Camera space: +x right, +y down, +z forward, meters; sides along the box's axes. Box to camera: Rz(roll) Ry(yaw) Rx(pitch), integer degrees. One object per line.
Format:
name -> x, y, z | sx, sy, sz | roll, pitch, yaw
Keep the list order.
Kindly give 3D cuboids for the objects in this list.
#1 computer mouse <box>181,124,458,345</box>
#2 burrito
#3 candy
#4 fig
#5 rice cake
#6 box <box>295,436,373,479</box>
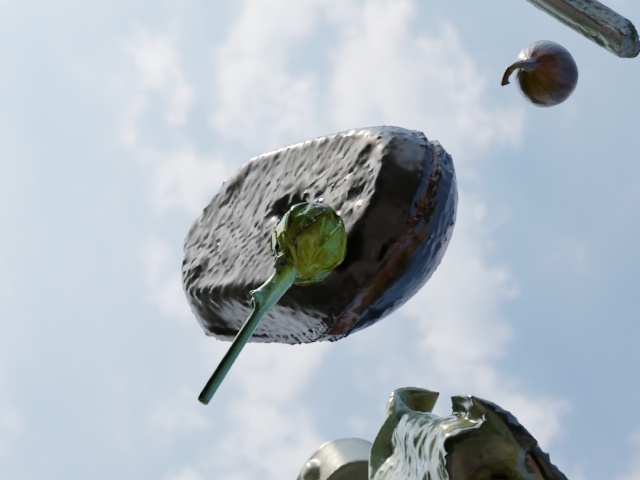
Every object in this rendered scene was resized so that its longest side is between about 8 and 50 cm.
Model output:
computer mouse -> 0.004, 0.003, 1.502 | 0.323, 0.116, 0.183 | -8, -131, 57
burrito -> 0.091, 0.164, 1.160 | 0.144, 0.089, 0.229 | 60, -13, -3
candy -> -0.037, 0.045, 1.299 | 0.058, 0.194, 0.062 | 11, -44, 27
fig -> 0.156, -0.121, 1.336 | 0.050, 0.083, 0.050 | 2, -86, 33
rice cake -> 0.194, -0.218, 1.589 | 0.207, 0.033, 0.033 | 38, -32, 27
box -> 0.075, 0.412, 1.775 | 0.367, 0.373, 0.090 | -60, -162, 4
